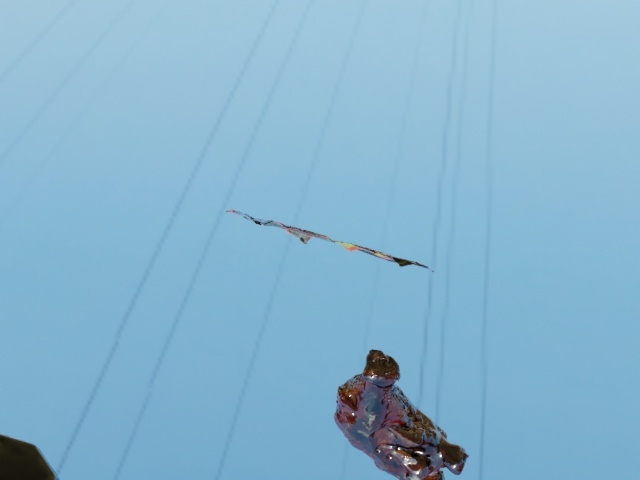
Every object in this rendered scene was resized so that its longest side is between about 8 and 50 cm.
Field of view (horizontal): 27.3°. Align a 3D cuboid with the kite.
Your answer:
[{"bbox_3d":[0.000,0.000,0.976,0.190,0.010,0.159,15,178,-32],"label":"kite"}]

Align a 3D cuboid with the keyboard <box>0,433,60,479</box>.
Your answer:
[{"bbox_3d":[-0.161,0.138,0.342,0.262,0.016,0.106,-26,-105,-43],"label":"keyboard"}]

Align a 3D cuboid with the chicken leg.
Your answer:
[{"bbox_3d":[0.055,0.137,1.010,0.089,0.219,0.048,2,-124,29],"label":"chicken leg"}]
